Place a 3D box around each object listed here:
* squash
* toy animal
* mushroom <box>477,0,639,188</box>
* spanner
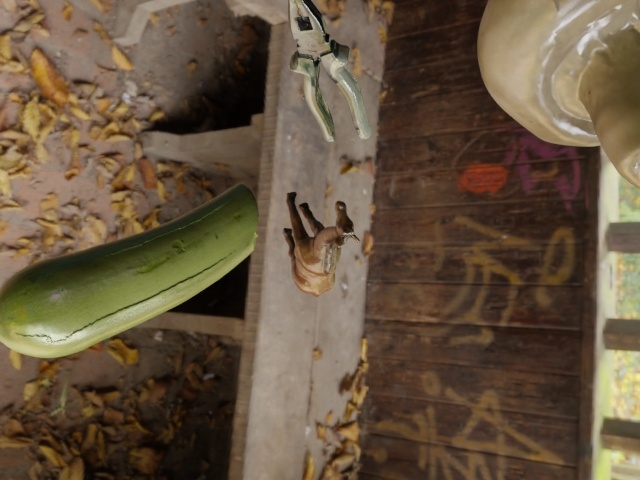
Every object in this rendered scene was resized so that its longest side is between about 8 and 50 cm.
[{"bbox_3d":[-0.158,0.026,0.616,0.250,0.083,0.083,-26,112,-28],"label":"squash"},{"bbox_3d":[0.000,0.000,0.969,0.066,0.230,0.224,-9,127,-14],"label":"toy animal"},{"bbox_3d":[0.333,-0.195,0.743,0.292,0.292,0.290,36,24,-48],"label":"mushroom"},{"bbox_3d":[0.006,-0.259,1.093,0.325,0.095,0.040,62,30,-57],"label":"spanner"}]
